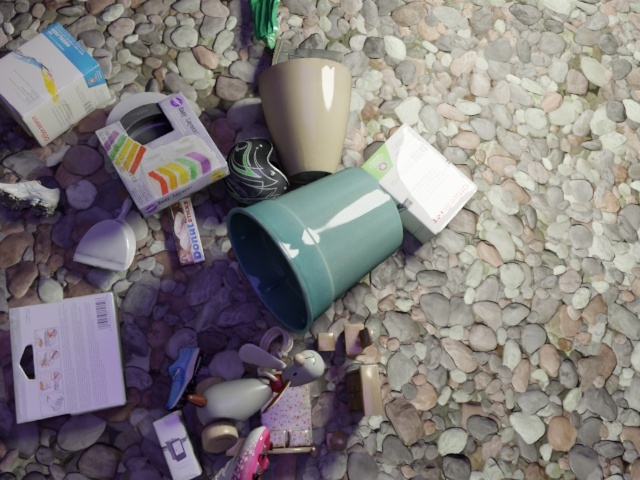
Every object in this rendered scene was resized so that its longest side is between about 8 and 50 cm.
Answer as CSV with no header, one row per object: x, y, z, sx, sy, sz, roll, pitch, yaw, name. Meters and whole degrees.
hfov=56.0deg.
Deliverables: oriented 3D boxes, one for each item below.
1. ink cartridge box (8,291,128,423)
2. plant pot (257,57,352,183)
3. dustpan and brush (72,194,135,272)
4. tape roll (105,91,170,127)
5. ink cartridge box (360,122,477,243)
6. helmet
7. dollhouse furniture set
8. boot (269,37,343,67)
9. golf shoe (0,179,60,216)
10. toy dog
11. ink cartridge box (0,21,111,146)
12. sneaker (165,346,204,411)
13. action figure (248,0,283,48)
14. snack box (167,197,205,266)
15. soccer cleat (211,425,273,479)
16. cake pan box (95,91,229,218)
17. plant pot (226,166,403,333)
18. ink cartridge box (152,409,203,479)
-0.597,0.277,1.431,0.238,0.060,0.275,-9,77,-11,ink cartridge box
-0.033,-0.299,1.596,0.256,0.256,0.274,-2,80,-10,plant pot
-0.524,-0.028,1.538,0.147,0.060,0.211,13,79,8,dustpan and brush
-0.454,-0.282,1.606,0.219,0.072,0.219,2,74,-8,tape roll
0.261,-0.155,1.666,0.273,0.115,0.198,43,73,4,ink cartridge box
-0.170,-0.168,1.576,0.169,0.169,0.162,-2,63,-10,helmet
-0.048,0.353,1.441,0.355,0.174,0.303,-1,74,-10,dollhouse furniture set
-0.043,-0.489,1.741,0.208,0.076,0.190,15,74,-12,boot
-0.750,-0.120,1.526,0.176,0.069,0.086,18,52,-7,golf shoe
-0.172,0.332,1.378,0.334,0.161,0.220,-45,51,-7,toy dog
-0.698,-0.397,1.546,0.168,0.171,0.232,45,72,5,ink cartridge box
-0.343,0.335,1.466,0.073,0.063,0.162,12,67,13,sneaker
-0.154,-0.653,1.746,0.137,0.063,0.232,-16,64,26,action figure
-0.353,-0.022,1.575,0.064,0.022,0.178,-13,77,-14,snack box
-0.215,0.569,1.355,0.143,0.116,0.331,17,88,13,soccer cleat
-0.396,-0.221,1.506,0.245,0.070,0.267,-28,71,-15,cake pan box
0.000,0.000,1.487,0.334,0.341,0.341,-31,81,-25,plant pot
-0.328,0.476,1.392,0.063,0.109,0.151,-22,79,-11,ink cartridge box
